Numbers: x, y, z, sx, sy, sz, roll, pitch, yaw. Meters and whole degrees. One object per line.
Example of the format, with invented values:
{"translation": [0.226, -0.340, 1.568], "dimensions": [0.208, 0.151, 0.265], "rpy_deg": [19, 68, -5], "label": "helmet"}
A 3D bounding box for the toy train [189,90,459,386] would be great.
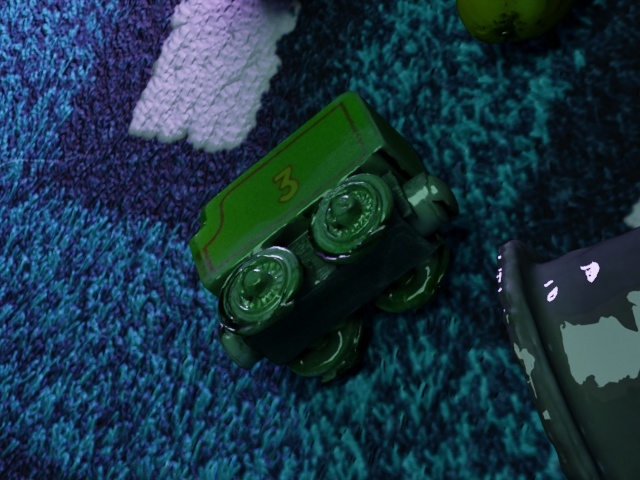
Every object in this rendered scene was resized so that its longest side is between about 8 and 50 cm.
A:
{"translation": [0.000, 0.000, 1.169], "dimensions": [0.243, 0.132, 0.188], "rpy_deg": [-39, 44, 13], "label": "toy train"}

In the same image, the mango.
{"translation": [0.183, -0.254, 1.176], "dimensions": [0.119, 0.100, 0.178], "rpy_deg": [11, 67, 44], "label": "mango"}

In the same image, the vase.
{"translation": [0.288, 0.051, 0.841], "dimensions": [0.291, 0.245, 0.245], "rpy_deg": [-27, 53, 20], "label": "vase"}
